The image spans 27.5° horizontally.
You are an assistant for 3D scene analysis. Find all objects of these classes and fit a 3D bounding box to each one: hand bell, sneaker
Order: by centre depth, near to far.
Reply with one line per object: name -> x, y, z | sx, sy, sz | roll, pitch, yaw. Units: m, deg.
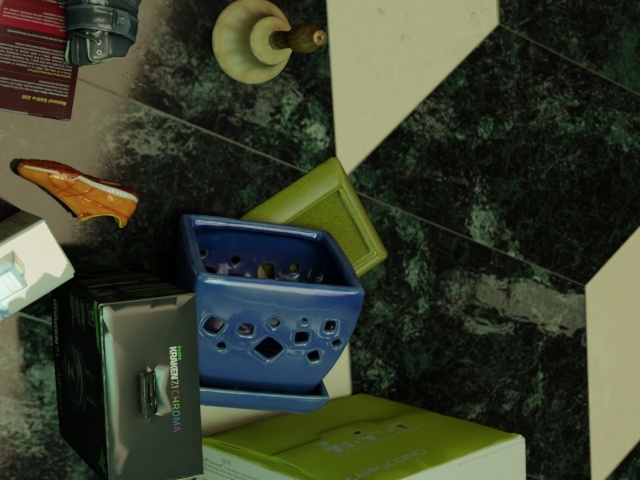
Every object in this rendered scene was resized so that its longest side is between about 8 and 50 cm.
sneaker -> -0.324, -0.309, 1.660 | 0.226, 0.086, 0.163 | 13, 89, -38
sneaker -> -0.336, -0.063, 1.792 | 0.175, 0.064, 0.067 | 22, 98, -23
hand bell -> -0.048, -0.275, 1.793 | 0.126, 0.242, 0.126 | -4, 99, -25

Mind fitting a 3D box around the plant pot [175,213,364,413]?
plant pot -> -0.090, 0.108, 1.816 | 0.236, 0.236, 0.212 | 6, 111, -16

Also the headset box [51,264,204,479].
headset box -> -0.258, 0.175, 1.739 | 0.131, 0.283, 0.246 | -6, 100, -24

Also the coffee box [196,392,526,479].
coffee box -> 0.058, 0.433, 1.852 | 0.338, 0.338, 0.334 | -10, 103, -40

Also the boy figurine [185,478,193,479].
boy figurine -> -0.291, 0.438, 1.869 | 0.285, 0.092, 0.177 | -33, 106, -15

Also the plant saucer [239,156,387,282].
plant saucer -> 0.000, 0.000, 1.964 | 0.188, 0.045, 0.188 | -35, 110, -17

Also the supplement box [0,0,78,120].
supplement box -> -0.383, -0.286, 1.723 | 0.130, 0.073, 0.239 | 8, 94, -34

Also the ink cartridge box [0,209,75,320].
ink cartridge box -> -0.444, 0.053, 1.705 | 0.212, 0.154, 0.093 | -30, 107, -17
